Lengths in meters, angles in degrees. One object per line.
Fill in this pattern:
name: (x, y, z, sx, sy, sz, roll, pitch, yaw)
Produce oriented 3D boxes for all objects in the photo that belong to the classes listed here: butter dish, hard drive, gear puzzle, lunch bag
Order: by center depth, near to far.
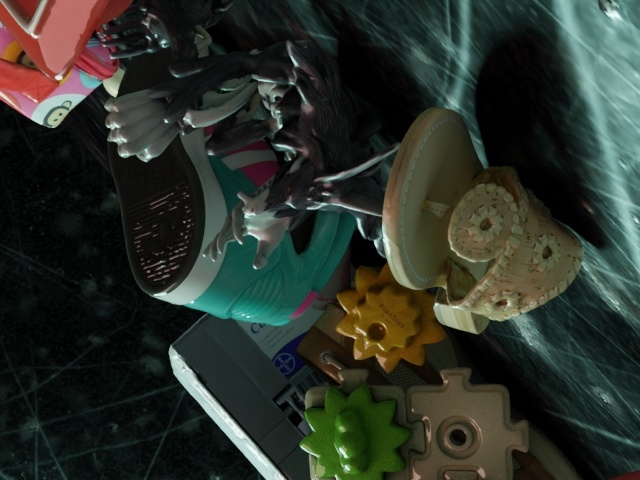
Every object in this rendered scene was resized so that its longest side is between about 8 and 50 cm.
butter dish: (-0.152, -0.210, 0.910, 0.160, 0.118, 0.160, 50, 131, 17)
gear puzzle: (0.069, 0.181, 1.071, 0.044, 0.175, 0.339, -26, -66, -74)
hard drive: (-0.040, 0.176, 1.288, 0.237, 0.064, 0.339, 48, 170, 1)
lunch bag: (-0.322, -0.239, 1.303, 0.293, 0.120, 0.258, 38, -159, -38)

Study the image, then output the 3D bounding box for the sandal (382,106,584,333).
sandal: (0.095, 0.002, 0.719, 0.079, 0.088, 0.240, 15, 168, 16)

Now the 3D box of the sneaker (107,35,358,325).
sneaker: (-0.057, -0.045, 1.106, 0.178, 0.124, 0.295, 27, -145, -34)

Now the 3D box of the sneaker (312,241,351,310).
sneaker: (0.000, 0.000, 1.245, 0.134, 0.051, 0.070, -110, 16, -61)

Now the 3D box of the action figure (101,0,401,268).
action figure: (-0.045, -0.061, 0.885, 0.164, 0.141, 0.275, 58, 172, -34)

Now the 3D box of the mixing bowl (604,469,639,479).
mixing bowl: (0.206, 0.191, 0.780, 0.181, 0.098, 0.181, 50, 173, 9)

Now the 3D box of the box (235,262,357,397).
box: (-0.025, 0.061, 1.347, 0.137, 0.126, 0.072, 46, 172, 26)

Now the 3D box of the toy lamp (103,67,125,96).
toy lamp: (-0.191, -0.139, 1.543, 0.275, 0.080, 0.080, 52, 172, 10)

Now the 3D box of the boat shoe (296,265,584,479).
boat shoe: (0.107, 0.171, 1.148, 0.324, 0.120, 0.122, 48, 171, 16)
